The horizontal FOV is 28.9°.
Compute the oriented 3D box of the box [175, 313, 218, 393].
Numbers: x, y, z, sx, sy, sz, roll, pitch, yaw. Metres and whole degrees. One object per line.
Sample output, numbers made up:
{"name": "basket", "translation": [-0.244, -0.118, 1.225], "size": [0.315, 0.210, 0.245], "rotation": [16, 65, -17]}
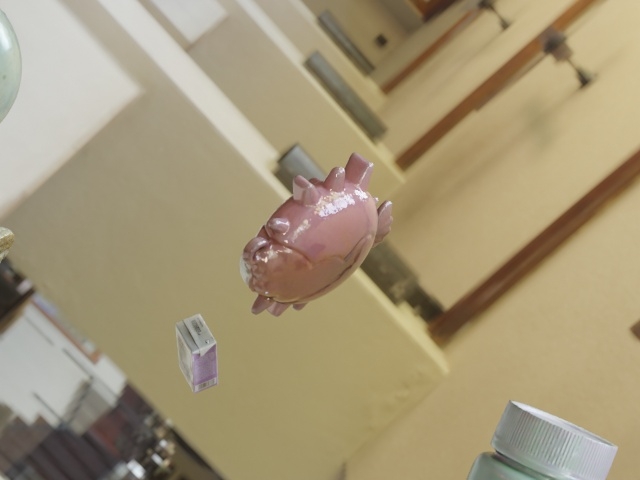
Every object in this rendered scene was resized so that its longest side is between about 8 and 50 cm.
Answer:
{"name": "box", "translation": [-0.155, 0.143, 1.555], "size": [0.036, 0.051, 0.117], "rotation": [-24, 150, -17]}

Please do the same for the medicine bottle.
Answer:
{"name": "medicine bottle", "translation": [0.207, 0.292, 1.279], "size": [0.139, 0.139, 0.225], "rotation": [-155, -93, -79]}

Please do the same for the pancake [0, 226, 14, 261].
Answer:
{"name": "pancake", "translation": [-0.383, 0.039, 1.306], "size": [0.151, 0.025, 0.151], "rotation": [-42, 180, 0]}

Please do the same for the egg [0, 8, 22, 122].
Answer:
{"name": "egg", "translation": [-0.297, -0.119, 0.904], "size": [0.164, 0.131, 0.131], "rotation": [-33, -168, 11]}

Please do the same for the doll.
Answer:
{"name": "doll", "translation": [0.000, 0.000, 1.410], "size": [0.262, 0.093, 0.211], "rotation": [-19, 141, -48]}
